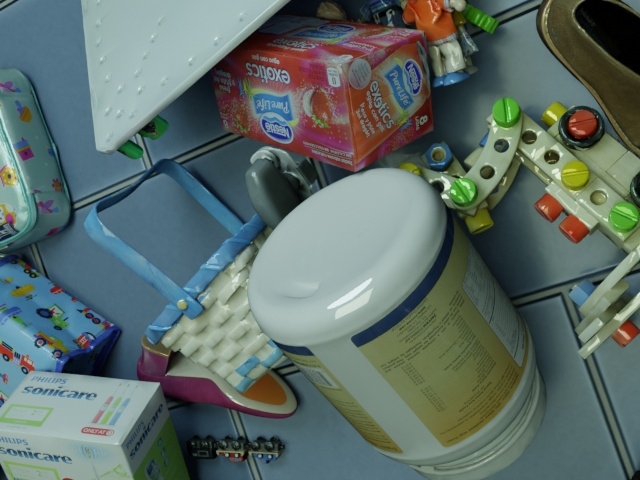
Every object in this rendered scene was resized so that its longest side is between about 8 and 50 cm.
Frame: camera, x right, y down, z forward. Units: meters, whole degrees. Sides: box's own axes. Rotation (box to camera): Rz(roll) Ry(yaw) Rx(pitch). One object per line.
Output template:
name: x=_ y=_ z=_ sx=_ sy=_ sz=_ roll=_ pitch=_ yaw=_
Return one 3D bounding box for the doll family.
doll family: x=0.100 y=-0.262 z=0.973 sx=0.263 sy=0.118 sz=0.163 roll=-2 pitch=110 yaw=54

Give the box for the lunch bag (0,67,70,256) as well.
lunch bag: x=-0.516 y=-0.107 z=1.245 sx=0.224 sy=0.108 sz=0.279 roll=-18 pitch=89 yaw=23

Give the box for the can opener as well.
can opener: x=0.000 y=0.000 z=0.996 sx=0.074 sy=0.093 sz=0.280 roll=-2 pitch=135 yaw=51

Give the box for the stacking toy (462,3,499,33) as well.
stacking toy: x=0.289 y=-0.283 z=0.931 sx=0.221 sy=0.052 sz=0.167 roll=33 pitch=107 yaw=18

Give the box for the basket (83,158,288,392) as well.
basket: x=-0.135 y=0.024 z=1.036 sx=0.289 sy=0.254 sz=0.201 roll=38 pitch=115 yaw=-5

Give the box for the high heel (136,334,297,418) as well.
high heel: x=-0.152 y=0.215 z=1.167 sx=0.244 sy=0.082 sz=0.117 roll=18 pitch=135 yaw=6

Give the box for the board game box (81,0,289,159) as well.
board game box: x=-0.138 y=-0.337 z=0.990 sx=0.390 sy=0.050 sz=0.389 roll=-35 pitch=50 yaw=22

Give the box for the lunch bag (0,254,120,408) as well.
lunch bag: x=-0.474 y=0.210 z=1.267 sx=0.221 sy=0.138 sz=0.293 roll=33 pitch=116 yaw=13

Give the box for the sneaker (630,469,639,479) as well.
sneaker: x=0.422 y=0.277 z=0.914 sx=0.130 sy=0.109 sz=0.286 roll=20 pitch=105 yaw=13

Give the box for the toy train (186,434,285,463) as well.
toy train: x=-0.123 y=0.302 z=1.177 sx=0.158 sy=0.027 sz=0.036 roll=-5 pitch=98 yaw=23

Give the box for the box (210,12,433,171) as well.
box: x=-0.006 y=-0.181 z=0.950 sx=0.257 sy=0.128 sz=0.122 roll=23 pitch=132 yaw=45

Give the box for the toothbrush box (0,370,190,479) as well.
toothbrush box: x=-0.306 y=0.331 z=1.140 sx=0.206 sy=0.122 sz=0.283 roll=3 pitch=122 yaw=17

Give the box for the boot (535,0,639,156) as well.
boot: x=0.355 y=-0.148 z=0.845 sx=0.305 sy=0.115 sz=0.112 roll=37 pitch=103 yaw=-11

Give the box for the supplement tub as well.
supplement tub: x=0.095 y=0.101 z=0.895 sx=0.228 sy=0.228 sz=0.316 roll=-24 pitch=124 yaw=23

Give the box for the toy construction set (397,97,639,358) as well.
toy construction set: x=0.261 y=-0.028 z=0.914 sx=0.215 sy=0.151 sz=0.327 roll=-44 pitch=85 yaw=2
